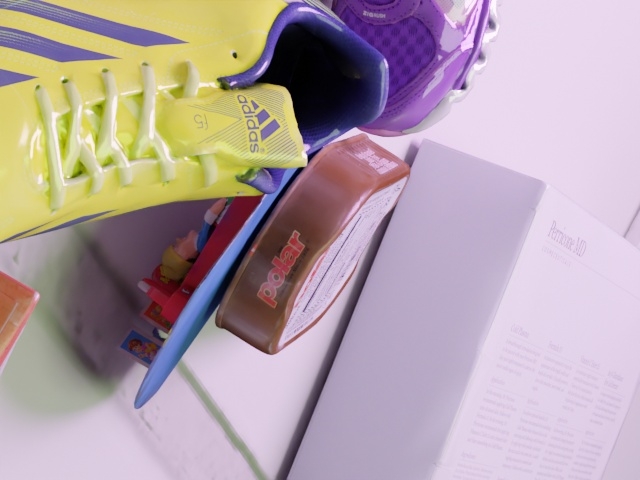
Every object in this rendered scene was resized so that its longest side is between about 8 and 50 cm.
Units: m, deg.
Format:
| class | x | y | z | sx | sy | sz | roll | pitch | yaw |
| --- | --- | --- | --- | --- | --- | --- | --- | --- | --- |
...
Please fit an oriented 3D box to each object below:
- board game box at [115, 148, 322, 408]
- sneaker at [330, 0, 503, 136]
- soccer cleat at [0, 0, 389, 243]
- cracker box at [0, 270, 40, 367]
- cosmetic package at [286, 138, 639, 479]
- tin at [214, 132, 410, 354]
| class | x | y | z | sx | sy | sz | roll | pitch | yaw |
| --- | --- | --- | --- | --- | --- | --- | --- | --- | --- |
| board game box | -0.051 | -0.001 | 0.920 | 0.168 | 0.033 | 0.133 | -55 | 177 | -24 |
| sneaker | 0.041 | -0.169 | 0.952 | 0.104 | 0.095 | 0.236 | 9 | 97 | -58 |
| soccer cleat | -0.072 | -0.049 | 0.763 | 0.289 | 0.121 | 0.093 | -29 | 134 | -55 |
| cracker box | -0.165 | 0.086 | 0.627 | 0.155 | 0.067 | 0.232 | -61 | -175 | -17 |
| cosmetic package | 0.113 | 0.113 | 1.314 | 0.284 | 0.097 | 0.377 | -66 | 156 | -1 |
| tin | 0.000 | 0.000 | 0.993 | 0.106 | 0.040 | 0.190 | -63 | 173 | 12 |
